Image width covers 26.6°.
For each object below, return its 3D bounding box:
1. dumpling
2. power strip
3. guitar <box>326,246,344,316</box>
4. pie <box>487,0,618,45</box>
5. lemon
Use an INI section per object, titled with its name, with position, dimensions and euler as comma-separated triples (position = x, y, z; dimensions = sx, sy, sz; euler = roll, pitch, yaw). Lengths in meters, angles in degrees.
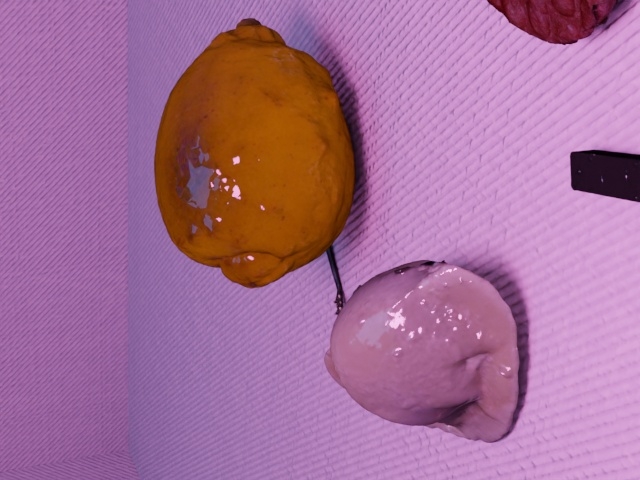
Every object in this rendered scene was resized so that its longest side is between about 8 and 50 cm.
[dumpling]
position = 0.118, 0.135, 1.473
dimensions = 0.227, 0.175, 0.243
euler = 51, 174, 1
[power strip]
position = 0.256, -0.057, 1.174
dimensions = 0.111, 0.029, 0.037
euler = -159, 64, -65
[guitar]
position = 0.000, 0.000, 1.910
dimensions = 0.088, 0.025, 0.233
euler = 128, 132, -62
[pie]
position = 0.179, -0.267, 1.177
dimensions = 0.218, 0.054, 0.204
euler = 47, 162, 27
[lemon]
position = -0.083, -0.108, 1.762
dimensions = 0.285, 0.285, 0.316
euler = 111, 177, -53
